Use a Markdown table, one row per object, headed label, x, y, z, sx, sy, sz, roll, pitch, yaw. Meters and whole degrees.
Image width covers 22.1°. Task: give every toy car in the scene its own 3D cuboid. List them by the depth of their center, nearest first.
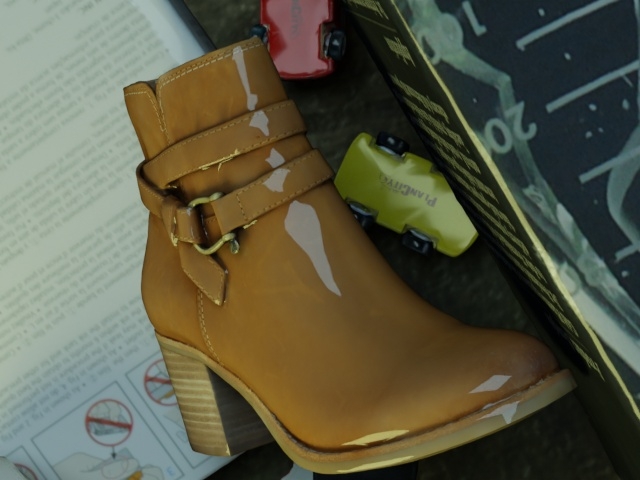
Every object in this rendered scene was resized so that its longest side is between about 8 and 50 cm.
| label | x | y | z | sx | sy | sz | roll | pitch | yaw |
| --- | --- | --- | --- | --- | --- | --- | --- | --- | --- |
| toy car | -0.033 | -0.051 | 1.055 | 0.225 | 0.053 | 0.239 | -32 | 79 | 7 |

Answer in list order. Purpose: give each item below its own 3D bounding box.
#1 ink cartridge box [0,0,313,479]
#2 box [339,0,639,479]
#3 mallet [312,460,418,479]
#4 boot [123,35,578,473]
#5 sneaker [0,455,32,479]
| label | x | y | z | sx | sy | sz | roll | pitch | yaw |
| --- | --- | --- | --- | --- | --- | --- | --- | --- | --- |
| ink cartridge box | -0.148 | 0.032 | 1.019 | 0.308 | 0.091 | 0.385 | -34 | 96 | 6 |
| box | 0.268 | -0.153 | 0.804 | 0.480 | 0.297 | 0.472 | -32 | 103 | 2 |
| mallet | 0.028 | 0.204 | 0.968 | 0.062 | 0.039 | 0.190 | -2 | 91 | 1 |
| boot | 0.000 | 0.000 | 0.855 | 0.109 | 0.283 | 0.220 | -15 | 96 | -35 |
| sneaker | -0.085 | 0.215 | 0.937 | 0.305 | 0.114 | 0.152 | 38 | 60 | 19 |
